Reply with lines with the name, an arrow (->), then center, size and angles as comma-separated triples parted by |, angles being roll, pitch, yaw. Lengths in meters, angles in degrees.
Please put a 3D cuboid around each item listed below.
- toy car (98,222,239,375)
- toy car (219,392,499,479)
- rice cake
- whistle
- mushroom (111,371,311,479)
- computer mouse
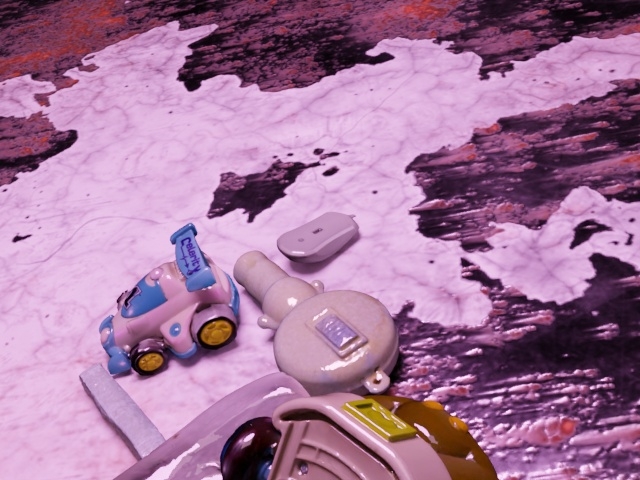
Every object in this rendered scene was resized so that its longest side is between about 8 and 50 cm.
toy car -> -0.174, 0.063, 1.024 | 0.162, 0.098, 0.126 | -24, 40, -2
toy car -> 0.044, 0.228, 0.693 | 0.198, 0.247, 0.204 | 2, 21, -47
rice cake -> -0.197, 0.178, 0.957 | 0.033, 0.029, 0.171 | -28, 42, -25
whistle -> -0.011, 0.081, 0.985 | 0.126, 0.067, 0.258 | -32, 40, -18
mushroom -> -0.118, 0.235, 0.795 | 0.329, 0.122, 0.159 | -27, 31, -14
computer mouse -> 0.000, 0.000, 1.102 | 0.110, 0.032, 0.056 | -29, 42, -32
